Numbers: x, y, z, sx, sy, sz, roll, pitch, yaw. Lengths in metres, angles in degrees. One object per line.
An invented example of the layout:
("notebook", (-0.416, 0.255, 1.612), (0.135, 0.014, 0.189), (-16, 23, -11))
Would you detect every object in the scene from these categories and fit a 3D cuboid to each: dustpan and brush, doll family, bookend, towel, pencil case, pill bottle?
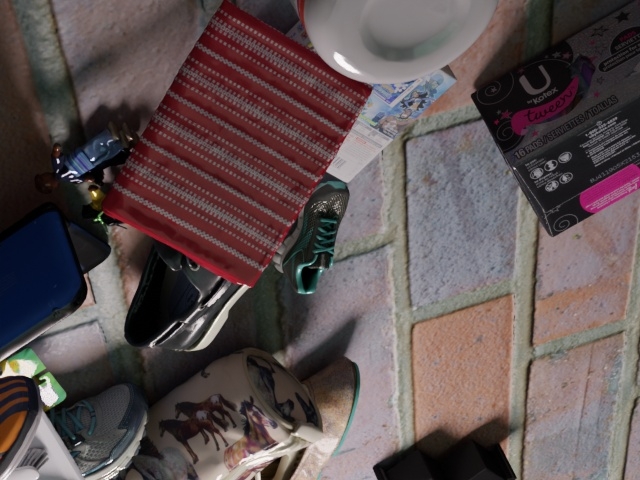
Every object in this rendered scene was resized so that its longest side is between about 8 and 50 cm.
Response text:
("dustpan and brush", (-0.422, 0.307, 2.024), (0.211, 0.060, 0.147), (-19, 121, 10))
("doll family", (-0.244, -0.068, 1.799), (0.111, 0.076, 0.193), (-27, 135, 11))
("bookend", (0.191, 0.360, 2.473), (0.156, 0.072, 0.157), (-39, 137, 15))
("towel", (-0.093, -0.100, 1.756), (0.198, 0.031, 0.275), (29, 102, -17))
("pencil case", (-0.190, 0.306, 2.141), (0.410, 0.184, 0.160), (-36, 147, 13))
("pill bottle", (0.030, -0.305, 1.475), (0.181, 0.323, 0.182), (-14, 139, -12))

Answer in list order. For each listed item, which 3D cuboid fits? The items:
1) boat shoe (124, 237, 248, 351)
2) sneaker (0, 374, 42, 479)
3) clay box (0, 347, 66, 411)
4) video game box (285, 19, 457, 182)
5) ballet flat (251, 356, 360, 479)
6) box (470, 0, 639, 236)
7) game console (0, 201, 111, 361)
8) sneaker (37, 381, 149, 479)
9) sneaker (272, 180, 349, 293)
("boat shoe", (-0.151, 0.014, 1.888), (0.113, 0.127, 0.340), (-9, 148, -35))
("sneaker", (-0.489, 0.244, 1.890), (0.321, 0.125, 0.180), (-36, 138, 17))
("clay box", (-0.441, 0.195, 1.997), (0.222, 0.053, 0.127), (-25, 140, 0))
("video game box", (0.024, -0.174, 1.830), (0.187, 0.048, 0.205), (-41, 137, 22))
("ballet flat", (-0.034, 0.283, 2.259), (0.106, 0.108, 0.316), (4, 132, -19))
("box", (0.333, -0.152, 1.934), (0.247, 0.142, 0.163), (-30, 138, 5))
("game console", (-0.365, 0.109, 1.795), (0.293, 0.250, 0.173), (-34, 130, 4))
("sneaker", (-0.348, 0.272, 2.087), (0.283, 0.110, 0.122), (-37, 133, 13))
("sneaker", (0.000, 0.000, 1.984), (0.065, 0.076, 0.166), (1, 134, -28))
